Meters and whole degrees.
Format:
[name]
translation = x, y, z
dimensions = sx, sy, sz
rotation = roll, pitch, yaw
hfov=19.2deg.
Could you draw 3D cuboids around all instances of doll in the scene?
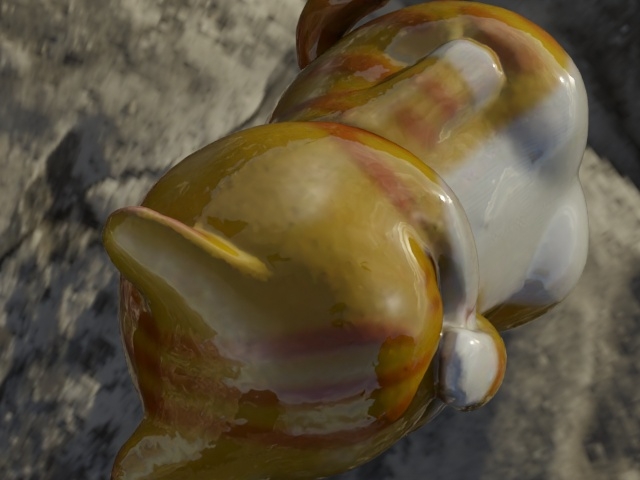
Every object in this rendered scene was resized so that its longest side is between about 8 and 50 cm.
[doll]
translation = 0.020, -0.003, 0.826
dimensions = 0.162, 0.166, 0.269
rotation = 4, 28, 24
